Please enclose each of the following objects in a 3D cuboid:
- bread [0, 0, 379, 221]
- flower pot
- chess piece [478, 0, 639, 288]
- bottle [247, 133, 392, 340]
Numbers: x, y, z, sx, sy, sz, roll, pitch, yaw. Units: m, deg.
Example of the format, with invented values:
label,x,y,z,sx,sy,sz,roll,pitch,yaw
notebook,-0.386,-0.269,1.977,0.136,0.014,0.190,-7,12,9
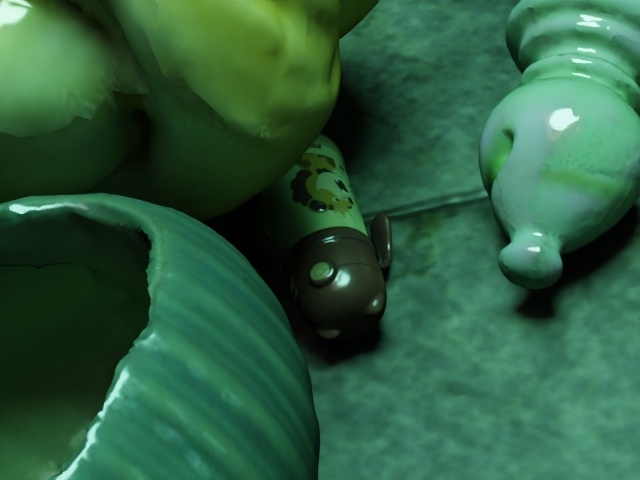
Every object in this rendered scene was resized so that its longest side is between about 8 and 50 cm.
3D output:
label,x,y,z,sx,sy,sz,roll,pitch,yaw
bread,-0.181,-0.136,0.649,0.424,0.329,0.245,3,48,16
flower pot,-0.101,0.096,0.528,0.189,0.157,0.243,19,53,28
chess piece,0.122,-0.098,0.692,0.139,0.139,0.271,9,61,23
bottle,0.002,0.000,0.670,0.063,0.047,0.101,-12,45,-11
